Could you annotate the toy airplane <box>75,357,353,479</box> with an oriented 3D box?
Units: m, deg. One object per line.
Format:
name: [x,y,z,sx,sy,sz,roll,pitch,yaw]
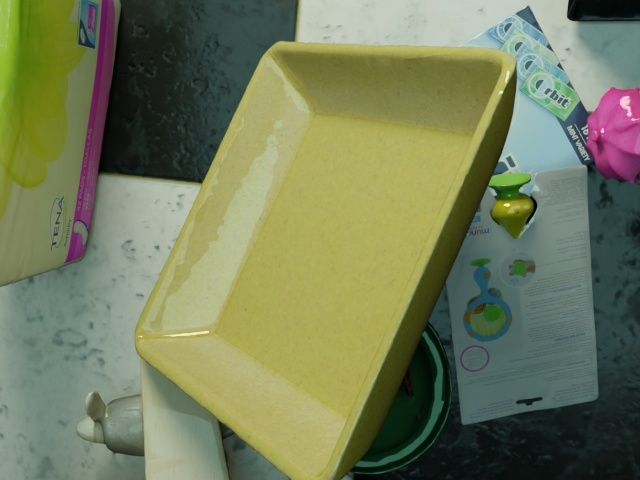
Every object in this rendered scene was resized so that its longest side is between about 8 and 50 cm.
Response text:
toy airplane: [-0.137,0.335,0.787,0.384,0.272,0.386,42,64,-8]

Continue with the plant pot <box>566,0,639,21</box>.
plant pot: [0.311,-0.294,0.674,0.188,0.187,0.167,1,83,8]

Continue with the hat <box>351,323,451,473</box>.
hat: [0.041,0.133,0.740,0.173,0.183,0.209,-13,91,1]

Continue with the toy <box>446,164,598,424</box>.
toy: [0.183,0.048,0.774,0.136,0.056,0.237,-10,112,-2]

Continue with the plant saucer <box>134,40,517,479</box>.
plant saucer: [0.000,0.000,0.698,0.081,0.332,0.333,27,86,-38]

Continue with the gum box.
gum box: [0.151,-0.105,0.780,0.184,0.041,0.157,-30,92,11]

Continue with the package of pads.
package of pads: [-0.283,-0.108,0.750,0.101,0.229,0.297,11,98,7]

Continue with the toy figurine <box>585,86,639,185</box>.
toy figurine: [0.312,-0.101,0.712,0.159,0.130,0.173,-29,133,14]
